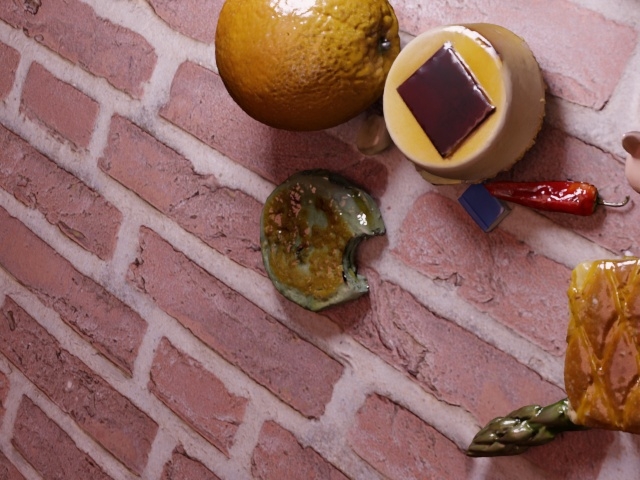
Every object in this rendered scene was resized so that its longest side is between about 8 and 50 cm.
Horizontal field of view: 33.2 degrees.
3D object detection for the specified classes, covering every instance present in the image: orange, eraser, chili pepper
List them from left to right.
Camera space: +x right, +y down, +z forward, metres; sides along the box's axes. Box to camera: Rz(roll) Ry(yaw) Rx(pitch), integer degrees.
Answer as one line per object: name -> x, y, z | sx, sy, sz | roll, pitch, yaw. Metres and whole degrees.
orange -> -0.021, -0.363, 2.009 | 0.357, 0.322, 0.321 | 9, 96, 32
eraser -> 0.295, -0.064, 1.939 | 0.063, 0.027, 0.084 | -49, 62, 27
chili pepper -> 0.395, -0.077, 1.840 | 0.268, 0.050, 0.059 | 10, 117, 30

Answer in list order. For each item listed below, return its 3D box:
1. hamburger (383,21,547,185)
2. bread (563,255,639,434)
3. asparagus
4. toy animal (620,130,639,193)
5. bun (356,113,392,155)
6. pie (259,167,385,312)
hamburger -> 0.252, -0.244, 1.884 | 0.302, 0.170, 0.301 | -1, 88, 35
bread -> 0.537, 0.156, 1.635 | 0.279, 0.207, 0.278 | 5, 94, 39
asparagus -> 0.364, 0.322, 1.861 | 0.287, 0.080, 0.080 | -32, 71, 35
toy animal -> 0.584, -0.092, 1.630 | 0.248, 0.165, 0.149 | 22, 99, 30
bun -> 0.110, -0.200, 2.068 | 0.086, 0.055, 0.086 | -35, 43, 41
pie -> -0.006, -0.002, 2.157 | 0.303, 0.067, 0.302 | 0, 90, 39
